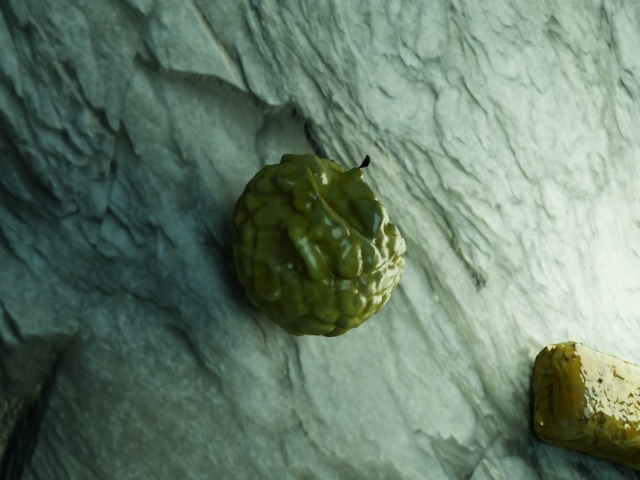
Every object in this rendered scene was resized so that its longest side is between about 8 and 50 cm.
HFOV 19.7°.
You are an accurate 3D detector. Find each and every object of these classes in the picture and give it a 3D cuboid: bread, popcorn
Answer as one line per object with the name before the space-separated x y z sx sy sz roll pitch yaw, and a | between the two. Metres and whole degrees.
bread | 0.315 0.179 1.928 0.211 0.083 0.114 20 59 -34
popcorn | 0.000 0.000 1.704 0.170 0.180 0.180 -39 103 -1
